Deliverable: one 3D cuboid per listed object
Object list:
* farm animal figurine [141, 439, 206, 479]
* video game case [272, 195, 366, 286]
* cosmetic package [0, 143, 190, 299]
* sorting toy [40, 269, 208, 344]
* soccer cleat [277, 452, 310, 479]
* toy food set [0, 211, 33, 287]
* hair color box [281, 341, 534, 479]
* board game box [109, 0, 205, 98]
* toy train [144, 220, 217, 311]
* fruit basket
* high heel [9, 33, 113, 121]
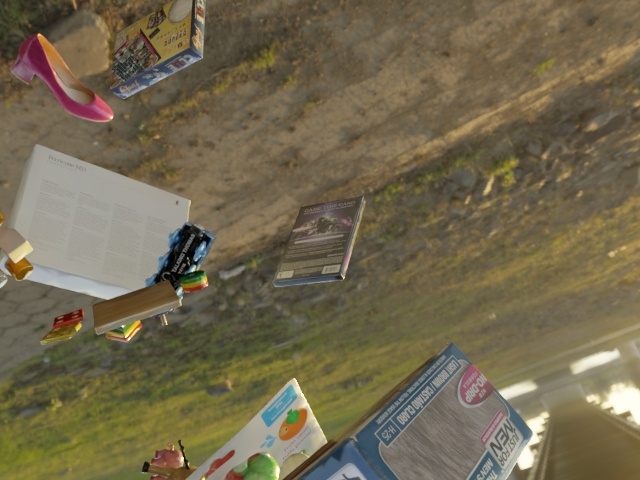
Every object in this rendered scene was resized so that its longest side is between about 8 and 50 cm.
[{"bbox_3d":[-0.248,0.564,1.149,0.172,0.326,0.330,6,155,-2],"label":"farm animal figurine"},{"bbox_3d":[0.000,0.000,1.578,0.196,0.274,0.026,-8,132,29],"label":"video game case"},{"bbox_3d":[-0.495,-0.019,1.387,0.377,0.284,0.097,21,145,-32],"label":"cosmetic package"},{"bbox_3d":[-0.307,0.123,0.999,0.275,0.046,0.132,-18,-164,-18],"label":"sorting toy"},{"bbox_3d":[-0.031,0.356,0.727,0.068,0.196,0.076,-10,156,25],"label":"soccer cleat"},{"bbox_3d":[-0.598,0.000,1.074,0.111,0.104,0.232,-44,167,-22],"label":"toy food set"},{"bbox_3d":[0.006,0.248,0.538,0.174,0.105,0.347,-23,158,-53],"label":"hair color box"},{"bbox_3d":[-0.360,-0.430,1.346,0.243,0.165,0.042,-16,153,29],"label":"board game box"},{"bbox_3d":[-0.270,0.049,1.179,0.184,0.080,0.105,-62,180,4],"label":"toy train"},{"bbox_3d":[-0.099,0.416,0.919,0.327,0.165,0.353,-41,143,-22],"label":"fruit basket"},{"bbox_3d":[-0.560,-0.363,1.379,0.117,0.082,0.244,-33,129,32],"label":"high heel"}]
